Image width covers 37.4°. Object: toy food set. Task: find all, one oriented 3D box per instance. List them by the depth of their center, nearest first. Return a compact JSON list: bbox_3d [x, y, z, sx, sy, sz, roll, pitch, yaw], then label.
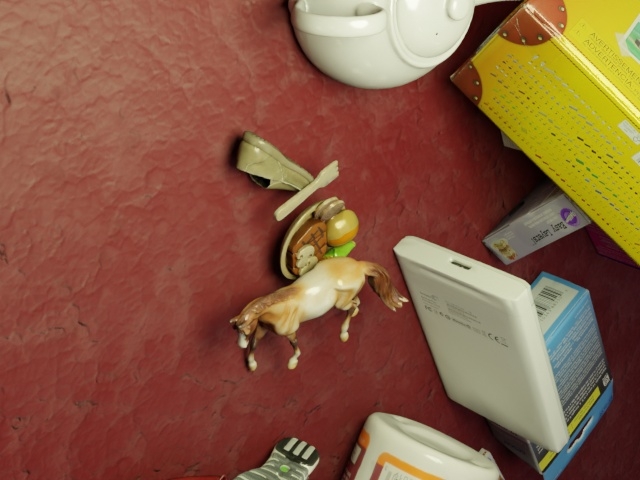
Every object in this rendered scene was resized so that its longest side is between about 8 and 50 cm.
[{"bbox_3d":[0.000,0.000,1.246,0.132,0.038,0.192,-41,148,-24],"label":"toy food set"}]

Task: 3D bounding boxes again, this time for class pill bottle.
[{"bbox_3d":[0.102,0.487,1.460,0.224,0.224,0.392,22,91,-47],"label":"pill bottle"}]

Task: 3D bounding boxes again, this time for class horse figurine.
[{"bbox_3d":[-0.006,0.089,1.248,0.263,0.066,0.174,-24,144,-20],"label":"horse figurine"}]

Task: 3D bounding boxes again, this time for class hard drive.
[{"bbox_3d":[0.252,0.163,1.460,0.047,0.233,0.353,-43,132,-23],"label":"hard drive"}]

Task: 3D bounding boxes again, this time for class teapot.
[{"bbox_3d":[0.096,-0.293,1.148,0.252,0.187,0.256,39,80,-46],"label":"teapot"}]

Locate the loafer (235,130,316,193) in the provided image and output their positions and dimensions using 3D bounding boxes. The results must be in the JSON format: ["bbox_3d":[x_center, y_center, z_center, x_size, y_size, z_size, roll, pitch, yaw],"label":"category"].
[{"bbox_3d":[-0.059,-0.087,1.181,0.050,0.056,0.148,-53,139,2],"label":"loafer"}]

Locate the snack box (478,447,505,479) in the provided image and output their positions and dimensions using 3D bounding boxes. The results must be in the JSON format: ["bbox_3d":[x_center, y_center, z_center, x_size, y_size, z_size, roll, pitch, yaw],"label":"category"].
[{"bbox_3d":[0.324,0.471,1.819,0.064,0.022,0.178,-47,134,-18],"label":"snack box"}]

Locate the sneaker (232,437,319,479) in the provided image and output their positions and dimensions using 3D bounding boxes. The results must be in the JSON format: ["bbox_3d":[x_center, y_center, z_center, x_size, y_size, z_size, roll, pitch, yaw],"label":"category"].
[{"bbox_3d":[-0.075,0.374,1.307,0.228,0.086,0.132,-24,136,-63],"label":"sneaker"}]

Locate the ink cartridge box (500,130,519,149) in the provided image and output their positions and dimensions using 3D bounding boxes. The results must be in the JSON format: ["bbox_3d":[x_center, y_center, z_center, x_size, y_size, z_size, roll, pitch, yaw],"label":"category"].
[{"bbox_3d":[0.362,-0.192,1.483,0.090,0.143,0.092,-43,132,-24],"label":"ink cartridge box"}]

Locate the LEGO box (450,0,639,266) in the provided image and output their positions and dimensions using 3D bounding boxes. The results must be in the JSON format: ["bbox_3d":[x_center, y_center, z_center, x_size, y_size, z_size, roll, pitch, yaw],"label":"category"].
[{"bbox_3d":[0.492,-0.195,1.323,0.500,0.193,0.372,45,58,-1],"label":"LEGO box"}]

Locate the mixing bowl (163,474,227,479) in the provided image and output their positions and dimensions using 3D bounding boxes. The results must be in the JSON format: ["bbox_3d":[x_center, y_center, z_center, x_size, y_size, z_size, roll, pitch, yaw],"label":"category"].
[{"bbox_3d":[-0.190,0.372,1.189,0.181,0.098,0.182,14,90,-86],"label":"mixing bowl"}]

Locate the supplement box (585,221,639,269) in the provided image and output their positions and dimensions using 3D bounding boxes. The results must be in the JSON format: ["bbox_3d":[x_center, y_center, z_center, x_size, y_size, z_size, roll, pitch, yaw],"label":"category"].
[{"bbox_3d":[0.564,-0.056,1.765,0.111,0.114,0.220,-53,137,-13],"label":"supplement box"}]

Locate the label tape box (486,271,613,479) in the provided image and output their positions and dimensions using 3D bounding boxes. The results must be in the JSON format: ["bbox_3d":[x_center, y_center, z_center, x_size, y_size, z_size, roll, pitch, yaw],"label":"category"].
[{"bbox_3d":[0.418,0.266,1.761,0.249,0.115,0.348,-47,136,-20],"label":"label tape box"}]

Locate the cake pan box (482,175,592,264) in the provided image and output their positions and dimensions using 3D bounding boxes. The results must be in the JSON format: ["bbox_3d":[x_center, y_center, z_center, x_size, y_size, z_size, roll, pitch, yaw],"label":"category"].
[{"bbox_3d":[0.409,-0.087,1.512,0.070,0.267,0.246,46,64,-1],"label":"cake pan box"}]
